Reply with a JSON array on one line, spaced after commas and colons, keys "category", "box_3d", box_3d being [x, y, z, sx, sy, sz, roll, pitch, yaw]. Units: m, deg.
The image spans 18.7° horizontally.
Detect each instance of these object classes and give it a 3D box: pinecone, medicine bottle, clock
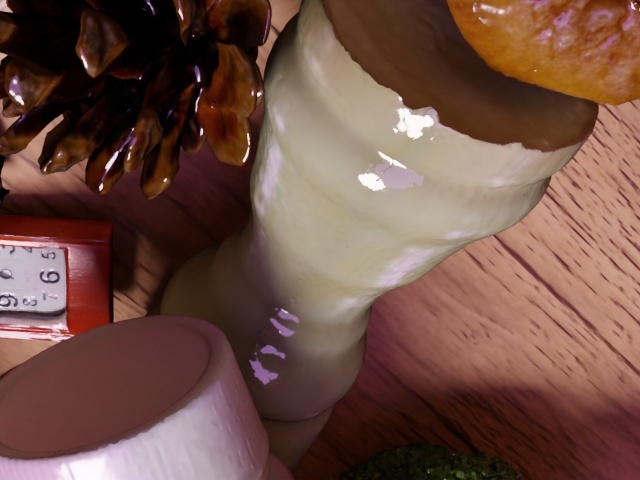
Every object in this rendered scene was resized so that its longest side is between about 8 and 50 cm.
[{"category": "pinecone", "box_3d": [-0.148, -0.134, 1.352, 0.201, 0.202, 0.229, 14, 148, -27]}, {"category": "medicine bottle", "box_3d": [-0.101, 0.266, 1.436, 0.219, 0.219, 0.388, -16, 114, 8]}, {"category": "clock", "box_3d": [-0.243, 0.024, 1.565, 0.155, 0.061, 0.113, 3, 129, -3]}]

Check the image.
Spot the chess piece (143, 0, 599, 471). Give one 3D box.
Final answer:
[{"category": "chess piece", "box_3d": [0.000, 0.000, 1.477, 0.234, 0.234, 0.442, 20, 129, -20]}]

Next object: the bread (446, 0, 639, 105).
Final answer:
[{"category": "bread", "box_3d": [0.211, -0.244, 1.301, 0.312, 0.172, 0.312, -7, 121, -12]}]

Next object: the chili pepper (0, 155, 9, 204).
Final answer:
[{"category": "chili pepper", "box_3d": [-0.358, -0.057, 1.492, 0.227, 0.059, 0.088, -2, 155, 4]}]

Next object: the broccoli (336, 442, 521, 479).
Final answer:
[{"category": "broccoli", "box_3d": [0.089, 0.337, 1.706, 0.413, 0.321, 0.310, -17, 100, 10]}]

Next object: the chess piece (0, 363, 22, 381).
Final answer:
[{"category": "chess piece", "box_3d": [-0.224, 0.231, 1.606, 0.142, 0.261, 0.143, -1, 128, -1]}]
